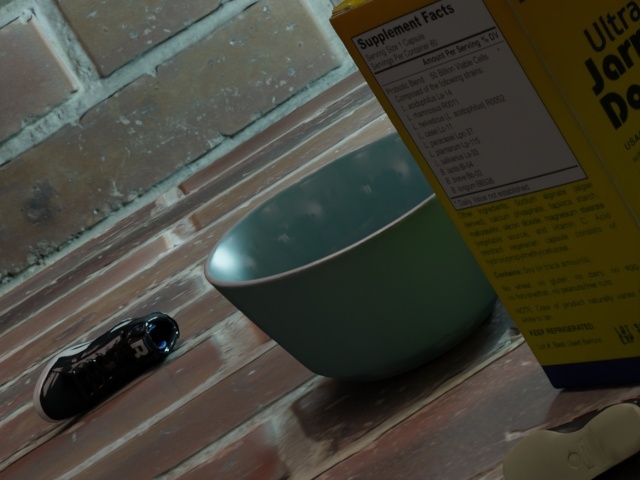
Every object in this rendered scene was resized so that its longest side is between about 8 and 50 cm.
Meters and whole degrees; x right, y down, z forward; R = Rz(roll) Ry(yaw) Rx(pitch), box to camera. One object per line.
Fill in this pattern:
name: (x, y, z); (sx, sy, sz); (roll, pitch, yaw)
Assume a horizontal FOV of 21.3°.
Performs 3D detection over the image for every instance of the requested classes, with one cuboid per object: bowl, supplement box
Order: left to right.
bowl: (0.058, 0.024, 1.659); (0.311, 0.163, 0.311); (-25, 16, 8)
supplement box: (0.208, -0.089, 1.292); (0.195, 0.356, 0.194); (-39, 14, -30)

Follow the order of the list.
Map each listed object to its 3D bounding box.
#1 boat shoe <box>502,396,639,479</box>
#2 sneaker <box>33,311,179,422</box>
boat shoe: (0.183, 0.145, 1.175); (0.042, 0.049, 0.133); (-3, -21, -47)
sneaker: (-0.274, 0.155, 2.233); (0.121, 0.079, 0.217); (-21, 14, 48)
